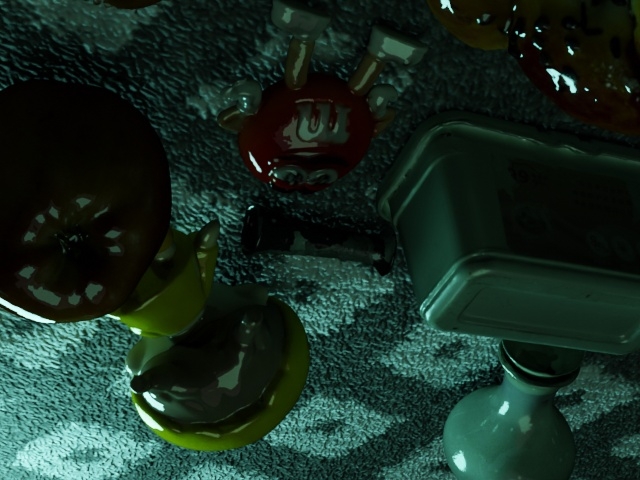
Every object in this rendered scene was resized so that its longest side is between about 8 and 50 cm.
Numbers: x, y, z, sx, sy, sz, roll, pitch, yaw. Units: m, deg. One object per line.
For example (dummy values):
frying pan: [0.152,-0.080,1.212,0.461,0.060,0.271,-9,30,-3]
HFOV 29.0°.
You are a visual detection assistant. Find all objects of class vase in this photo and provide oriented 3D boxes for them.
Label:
vase: [0.000,0.000,1.358,0.167,0.059,0.059,9,141,-21]

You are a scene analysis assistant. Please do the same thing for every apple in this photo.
apple: [-0.240,-0.036,1.134,0.234,0.234,0.234,-5,144,-3]

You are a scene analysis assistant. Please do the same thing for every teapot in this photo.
teapot: [0.263,0.220,1.627,0.183,0.183,0.251,0,131,-9]

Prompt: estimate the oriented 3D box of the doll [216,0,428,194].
doll: [-0.012,-0.119,1.174,0.183,0.085,0.217,11,132,-24]

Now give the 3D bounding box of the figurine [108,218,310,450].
figurine: [-0.152,0.100,1.383,0.215,0.187,0.344,-29,133,9]

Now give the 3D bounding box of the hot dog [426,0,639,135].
hot dog: [0.191,-0.252,0.856,0.196,0.367,0.365,-41,165,-28]

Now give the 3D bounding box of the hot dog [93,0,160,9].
hot dog: [-0.119,-0.279,0.942,0.144,0.075,0.268,13,137,-21]

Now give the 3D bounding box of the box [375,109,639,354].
box: [0.231,0.006,1.300,0.311,0.182,0.175,8,141,-21]
